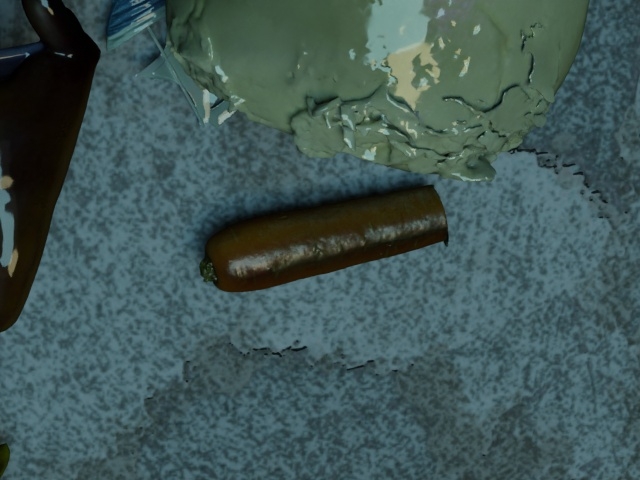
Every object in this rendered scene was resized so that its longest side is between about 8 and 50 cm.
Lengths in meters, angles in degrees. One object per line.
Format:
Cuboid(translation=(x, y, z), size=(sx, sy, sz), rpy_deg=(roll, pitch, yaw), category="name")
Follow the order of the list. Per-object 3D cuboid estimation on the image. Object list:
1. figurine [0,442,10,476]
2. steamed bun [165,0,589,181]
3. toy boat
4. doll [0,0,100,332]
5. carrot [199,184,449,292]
Cuboid(translation=(-0.406, 0.200, 1.389), size=(0.169, 0.218, 0.327), rpy_deg=(-32, 139, 22), category="figurine")
Cuboid(translation=(0.063, -0.209, 1.313), size=(0.334, 0.233, 0.312), rpy_deg=(6, 108, -26), category="steamed bun")
Cuboid(translation=(-0.108, -0.167, 1.404), size=(0.149, 0.034, 0.105), rpy_deg=(38, 98, -25), category="toy boat")
Cuboid(translation=(-0.351, -0.071, 1.286), size=(0.340, 0.209, 0.317), rpy_deg=(5, 112, -14), category="doll")
Cuboid(translation=(0.000, 0.000, 1.484), size=(0.225, 0.067, 0.067), rpy_deg=(-12, 114, -12), category="carrot")
